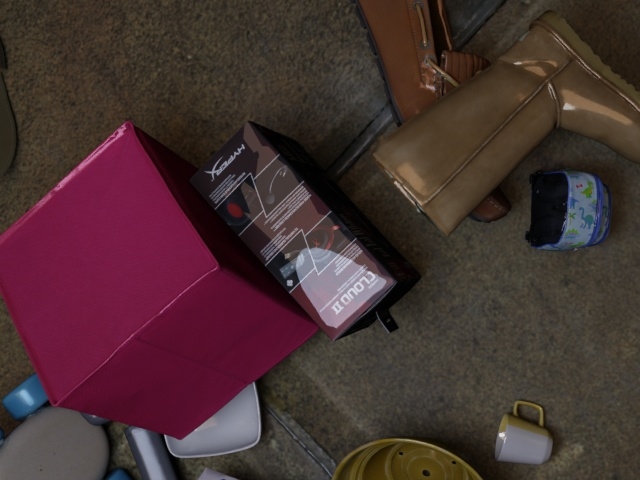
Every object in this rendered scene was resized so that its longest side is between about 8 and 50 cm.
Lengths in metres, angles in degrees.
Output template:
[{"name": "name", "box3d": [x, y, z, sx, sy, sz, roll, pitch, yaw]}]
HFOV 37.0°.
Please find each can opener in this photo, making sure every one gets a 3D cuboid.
[{"name": "can opener", "box3d": [-0.266, 0.282, 1.326, 0.095, 0.076, 0.283, -22, 84, -9]}]

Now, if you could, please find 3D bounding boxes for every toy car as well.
[{"name": "toy car", "box3d": [-0.428, 0.343, 1.338, 0.238, 0.210, 0.219, -33, 96, 38]}]

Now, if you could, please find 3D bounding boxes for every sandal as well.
[{"name": "sandal", "box3d": [-0.508, -0.190, 1.410, 0.079, 0.088, 0.240, -14, 77, 43]}]

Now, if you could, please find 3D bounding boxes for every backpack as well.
[{"name": "backpack", "box3d": [0.313, -0.038, 1.189, 0.084, 0.114, 0.105, 5, 88, -7]}]

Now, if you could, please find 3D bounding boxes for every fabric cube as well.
[{"name": "fabric cube", "box3d": [-0.204, 0.058, 1.193, 0.259, 0.258, 0.254, -39, 58, 8]}]

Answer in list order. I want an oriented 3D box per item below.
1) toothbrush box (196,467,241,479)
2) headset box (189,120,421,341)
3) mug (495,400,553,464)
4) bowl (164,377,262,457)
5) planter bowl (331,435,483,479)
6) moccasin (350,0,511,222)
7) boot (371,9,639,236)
[{"name": "toothbrush box", "box3d": [-0.052, 0.452, 1.221, 0.295, 0.126, 0.216, 18, 117, 13]}, {"name": "headset box", "box3d": [0.000, 0.000, 1.206, 0.110, 0.218, 0.293, -44, 81, 10]}, {"name": "mug", "box3d": [0.264, 0.251, 1.224, 0.064, 0.062, 0.078, 13, 98, 5]}, {"name": "bowl", "box3d": [-0.147, 0.221, 1.318, 0.142, 0.053, 0.142, -11, 87, 13]}, {"name": "planter bowl", "box3d": [0.127, 0.320, 1.220, 0.217, 0.090, 0.217, 8, 115, 17]}, {"name": "moccasin", "box3d": [0.163, -0.205, 1.225, 0.147, 0.139, 0.380, -24, 74, 20]}, {"name": "boot", "box3d": [0.235, -0.102, 1.117, 0.269, 0.089, 0.236, -42, 80, -2]}]
